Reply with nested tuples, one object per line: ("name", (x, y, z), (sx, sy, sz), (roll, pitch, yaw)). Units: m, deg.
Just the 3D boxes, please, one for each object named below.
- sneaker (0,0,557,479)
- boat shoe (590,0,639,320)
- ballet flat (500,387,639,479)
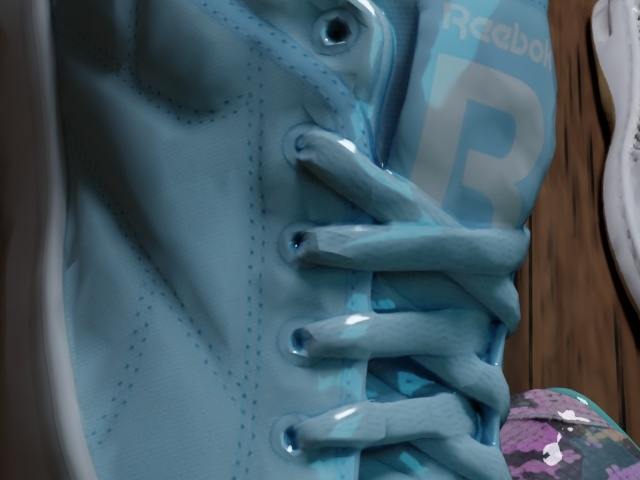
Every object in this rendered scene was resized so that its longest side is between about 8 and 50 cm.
("sneaker", (0.000, 0.000, 0.495), (0.135, 0.150, 0.366), (13, 48, -43))
("boat shoe", (0.181, -0.036, 0.802), (0.098, 0.096, 0.277), (29, 38, -31))
("ballet flat", (0.126, 0.139, 0.594), (0.221, 0.077, 0.079), (41, 51, -6))
